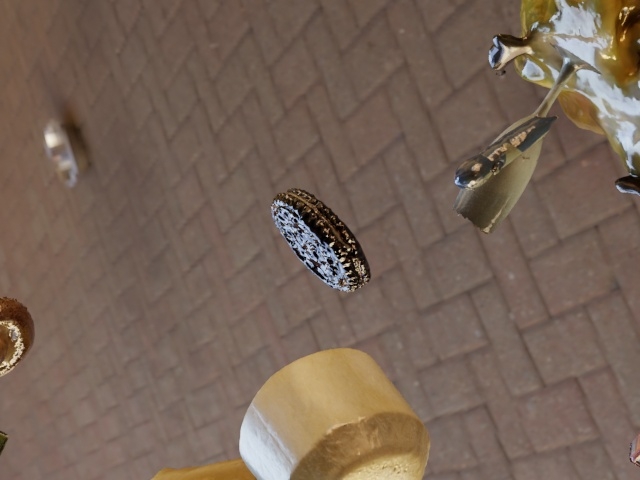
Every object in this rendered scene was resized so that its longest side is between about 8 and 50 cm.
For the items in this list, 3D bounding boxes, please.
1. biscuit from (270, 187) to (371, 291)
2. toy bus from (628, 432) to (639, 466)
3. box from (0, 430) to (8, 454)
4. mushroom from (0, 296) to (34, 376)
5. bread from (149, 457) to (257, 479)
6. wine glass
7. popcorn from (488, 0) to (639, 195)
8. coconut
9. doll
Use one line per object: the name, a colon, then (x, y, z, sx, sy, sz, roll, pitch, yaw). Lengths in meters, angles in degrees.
biscuit: (0.000, 0.000, 1.841, 0.194, 0.053, 0.194, 45, 163, 17)
toy bus: (0.659, 0.403, 2.151, 0.235, 0.073, 0.096, 32, 130, -5)
box: (-0.455, 0.248, 1.268, 0.177, 0.195, 0.148, 31, 164, -21)
mushroom: (-0.403, 0.119, 1.482, 0.085, 0.126, 0.109, 51, -177, 9)
bread: (-0.098, 0.472, 1.593, 0.394, 0.361, 0.250, -18, 127, 43)
wine glass: (0.207, -0.101, 1.251, 0.066, 0.066, 0.198, 40, 102, 43)
popcorn: (0.372, -0.237, 1.461, 0.316, 0.281, 0.297, 49, 163, -28)
coconut: (0.011, 0.231, 1.442, 0.222, 0.202, 0.202, 49, 145, 45)
doll: (0.173, -0.083, 1.142, 0.027, 0.125, 0.037, 57, 159, -2)
